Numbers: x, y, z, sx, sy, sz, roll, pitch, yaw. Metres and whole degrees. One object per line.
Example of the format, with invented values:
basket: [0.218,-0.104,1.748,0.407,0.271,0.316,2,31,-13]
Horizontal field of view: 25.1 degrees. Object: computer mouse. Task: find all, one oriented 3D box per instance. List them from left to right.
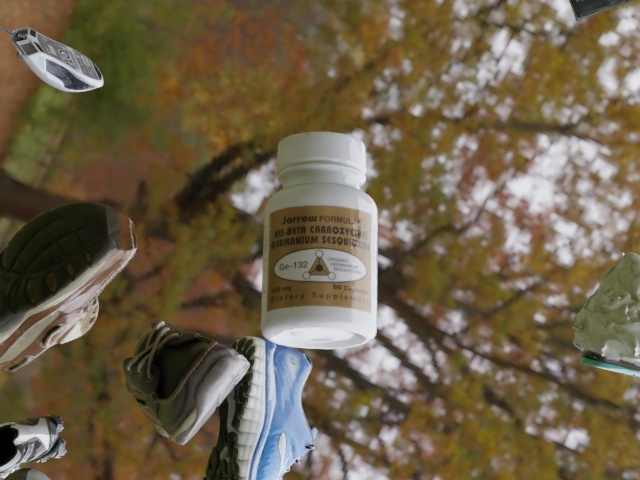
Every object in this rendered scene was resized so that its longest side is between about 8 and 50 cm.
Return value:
computer mouse: [-0.349,-0.223,1.754,0.042,0.193,0.106,-49,-138,17]

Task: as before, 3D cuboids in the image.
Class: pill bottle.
pill bottle: [0.000,0.000,1.632,0.131,0.131,0.229,141,-47,-66]

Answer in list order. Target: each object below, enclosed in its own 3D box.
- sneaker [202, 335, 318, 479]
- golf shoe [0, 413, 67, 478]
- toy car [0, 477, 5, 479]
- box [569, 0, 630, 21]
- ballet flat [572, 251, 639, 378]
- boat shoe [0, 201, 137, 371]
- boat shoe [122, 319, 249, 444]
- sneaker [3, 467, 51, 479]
sneaker: [-0.072,0.305,2.023,0.130,0.147,0.330,14,-86,61]
golf shoe: [-0.422,0.274,1.854,0.198,0.094,0.077,-33,-115,27]
toy car: [-0.375,0.344,1.404,0.210,0.219,0.238,-8,-109,46]
box: [0.238,-0.297,1.256,0.077,0.180,0.147,-19,-171,24]
ballet flat: [0.441,0.114,1.352,0.147,0.409,0.147,-160,-90,-86]
boat shoe: [-0.324,0.062,1.707,0.324,0.120,0.122,-31,-127,33]
boat shoe: [-0.194,0.178,1.850,0.132,0.130,0.355,-51,-176,-20]
sneaker: [-0.215,0.316,1.261,0.108,0.100,0.271,-105,178,-66]
